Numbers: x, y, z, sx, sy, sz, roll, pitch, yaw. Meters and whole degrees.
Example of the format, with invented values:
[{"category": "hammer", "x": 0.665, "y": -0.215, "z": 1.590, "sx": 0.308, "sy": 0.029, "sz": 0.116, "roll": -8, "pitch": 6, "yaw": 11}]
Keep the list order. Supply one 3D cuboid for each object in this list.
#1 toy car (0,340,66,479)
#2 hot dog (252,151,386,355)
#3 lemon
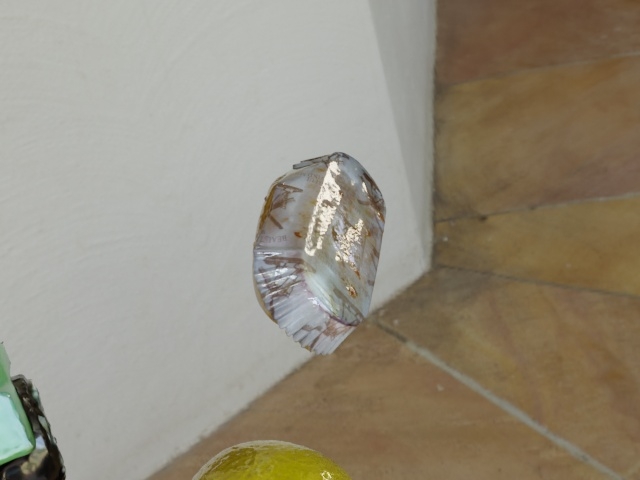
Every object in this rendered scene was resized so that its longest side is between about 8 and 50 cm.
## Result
[{"category": "toy car", "x": -0.309, "y": 0.131, "z": 0.600, "sx": 0.213, "sy": 0.177, "sz": 0.358, "roll": -21, "pitch": 2, "yaw": -20}, {"category": "hot dog", "x": 0.000, "y": 0.000, "z": 0.852, "sx": 0.075, "sy": 0.144, "sz": 0.268, "roll": -37, "pitch": 16, "yaw": 32}, {"category": "lemon", "x": -0.052, "y": 0.302, "z": 0.903, "sx": 0.244, "sy": 0.187, "sz": 0.187, "roll": -11, "pitch": 33, "yaw": 31}]
